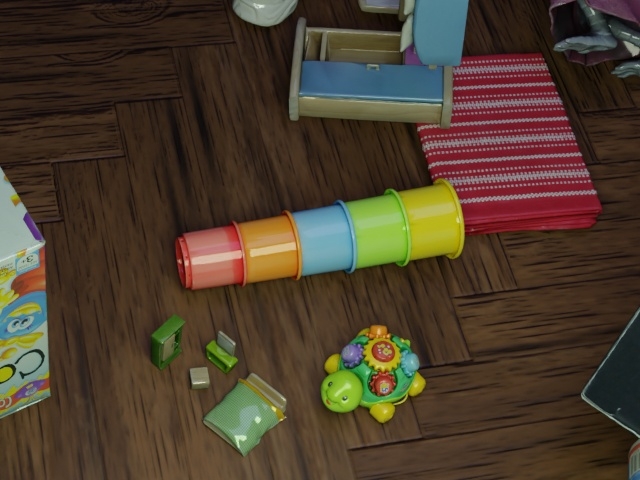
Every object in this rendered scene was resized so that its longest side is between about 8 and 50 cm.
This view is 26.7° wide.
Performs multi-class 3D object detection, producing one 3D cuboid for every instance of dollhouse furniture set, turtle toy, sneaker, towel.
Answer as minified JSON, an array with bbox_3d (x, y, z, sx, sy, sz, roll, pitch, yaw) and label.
[{"bbox_3d":[0.070,-0.323,1.596,0.198,0.303,0.286,4,54,1],"label":"dollhouse furniture set"},{"bbox_3d":[0.051,0.140,1.424,0.095,0.066,0.130,42,58,19],"label":"turtle toy"},{"bbox_3d":[-0.106,0.143,1.398,0.151,0.058,0.076,37,57,16],"label":"dollhouse furniture set"},{"bbox_3d":[-0.024,-0.379,1.750,0.090,0.115,0.232,29,55,11],"label":"sneaker"},{"bbox_3d":[0.219,-0.123,1.666,0.198,0.031,0.275,-4,54,-11],"label":"towel"}]

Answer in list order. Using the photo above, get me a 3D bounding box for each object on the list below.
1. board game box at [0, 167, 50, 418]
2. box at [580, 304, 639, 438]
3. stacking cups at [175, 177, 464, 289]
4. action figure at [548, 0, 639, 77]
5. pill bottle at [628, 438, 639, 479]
[{"bbox_3d":[-0.351,0.056,1.280,0.142,0.275,0.144,-23,62,-24],"label":"board game box"},{"bbox_3d":[0.479,0.106,1.338,0.293,0.212,0.395,36,26,16],"label":"box"},{"bbox_3d":[0.000,0.000,1.497,0.316,0.096,0.096,-10,57,-17],"label":"stacking cups"},{"bbox_3d":[0.365,-0.413,1.734,0.275,0.248,0.370,-5,74,11],"label":"action figure"},{"bbox_3d":[0.365,0.307,1.329,0.124,0.124,0.221,11,55,-2],"label":"pill bottle"}]
